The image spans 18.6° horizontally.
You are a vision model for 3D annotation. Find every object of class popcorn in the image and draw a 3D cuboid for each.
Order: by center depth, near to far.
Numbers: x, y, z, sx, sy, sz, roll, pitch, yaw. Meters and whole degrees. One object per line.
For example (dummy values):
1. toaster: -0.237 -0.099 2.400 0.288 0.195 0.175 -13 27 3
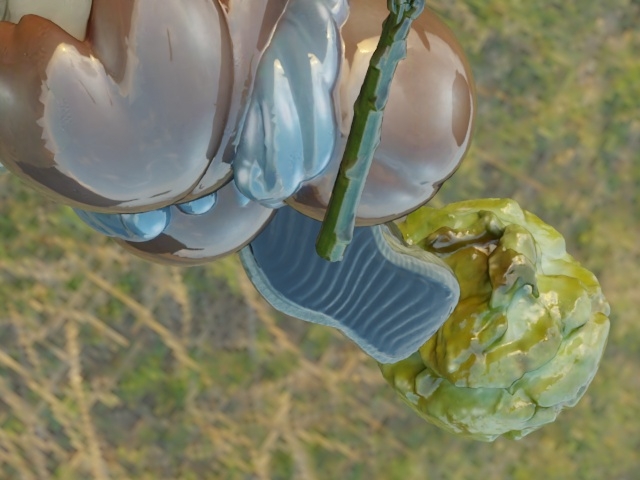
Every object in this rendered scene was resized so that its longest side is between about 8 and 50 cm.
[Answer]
1. popcorn: 0.141 0.069 1.686 0.183 0.221 0.204 24 99 -48

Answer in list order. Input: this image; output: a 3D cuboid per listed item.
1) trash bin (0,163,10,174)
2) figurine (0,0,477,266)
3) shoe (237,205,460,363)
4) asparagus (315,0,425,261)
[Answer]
1. trash bin: -0.189 -0.249 1.380 0.432 0.280 0.280 -38 151 2
2. figurine: -0.105 -0.175 1.027 0.248 0.276 0.388 -14 90 -39
3. shoe: 0.000 0.000 1.348 0.099 0.112 0.227 -48 132 5
4. asparagus: 0.019 -0.046 0.670 0.016 0.016 0.163 -45 163 -36
